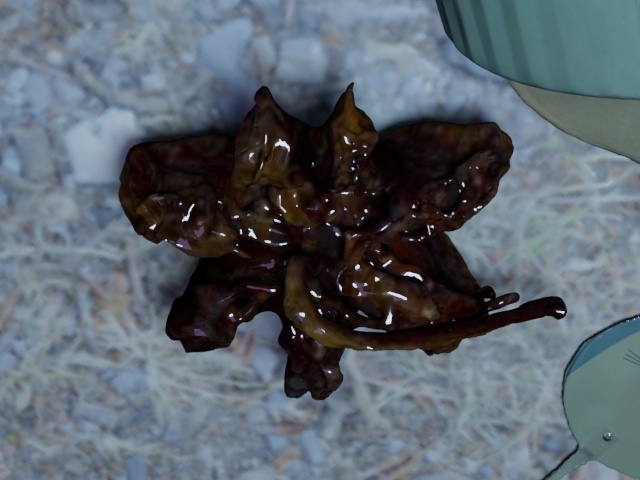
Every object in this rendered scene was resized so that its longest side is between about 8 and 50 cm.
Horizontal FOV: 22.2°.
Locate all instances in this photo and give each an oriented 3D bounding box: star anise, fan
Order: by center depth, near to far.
[{"bbox_3d":[0.000,0.000,0.883,0.220,0.126,0.190,-18,108,18],"label":"star anise"},{"bbox_3d":[0.178,0.112,0.976,0.113,0.005,0.175,42,112,-13],"label":"fan"}]

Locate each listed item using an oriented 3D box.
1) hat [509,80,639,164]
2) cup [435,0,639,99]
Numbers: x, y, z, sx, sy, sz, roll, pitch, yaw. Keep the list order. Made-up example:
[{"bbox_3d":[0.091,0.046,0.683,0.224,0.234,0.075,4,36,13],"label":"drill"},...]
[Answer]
[{"bbox_3d":[0.218,-0.106,0.799,0.245,0.214,0.149,30,84,13],"label":"hat"},{"bbox_3d":[0.116,-0.296,0.665,0.310,0.401,0.392,-27,121,-25],"label":"cup"}]
